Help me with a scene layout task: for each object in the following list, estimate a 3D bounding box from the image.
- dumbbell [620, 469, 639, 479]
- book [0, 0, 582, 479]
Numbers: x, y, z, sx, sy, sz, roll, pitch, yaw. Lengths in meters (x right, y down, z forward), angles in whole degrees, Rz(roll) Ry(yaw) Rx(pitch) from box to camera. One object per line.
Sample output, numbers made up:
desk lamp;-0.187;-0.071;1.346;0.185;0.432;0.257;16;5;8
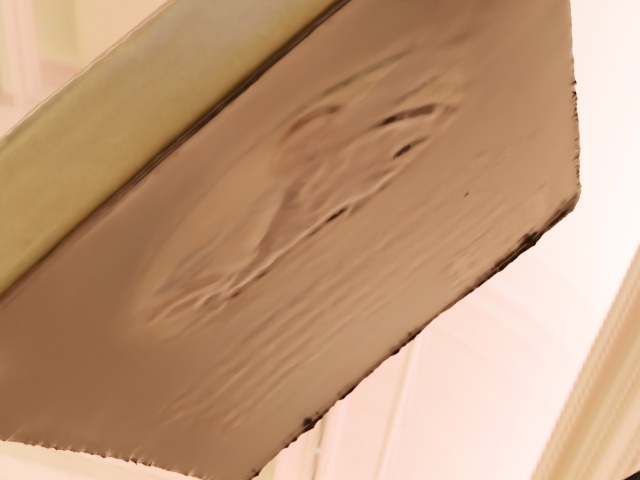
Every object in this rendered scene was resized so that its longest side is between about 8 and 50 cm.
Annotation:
dumbbell;0.187;0.200;0.474;0.192;0.290;0.192;-11;-59;-20
book;0.000;0.000;0.508;0.043;0.260;0.371;50;-1;20
